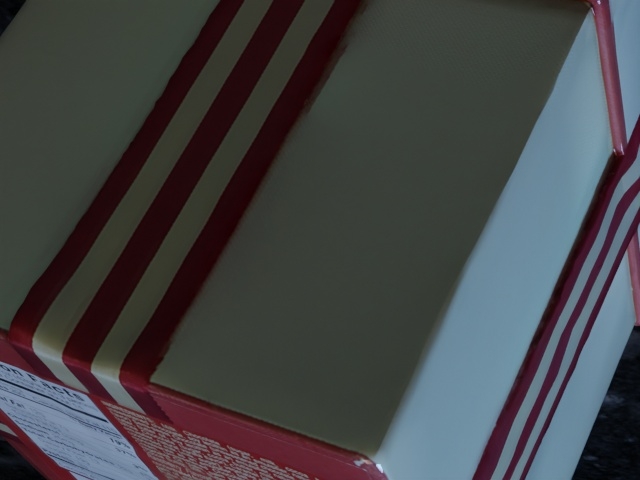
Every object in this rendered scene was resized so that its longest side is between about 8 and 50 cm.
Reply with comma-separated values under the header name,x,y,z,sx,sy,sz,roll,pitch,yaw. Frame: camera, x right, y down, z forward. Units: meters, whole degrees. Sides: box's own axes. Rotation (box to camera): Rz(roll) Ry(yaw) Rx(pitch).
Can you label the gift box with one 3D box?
name,x,y,z,sx,sy,sz,roll,pitch,yaw
gift box,0.000,0.000,0.575,0.255,0.258,0.276,18,155,22
